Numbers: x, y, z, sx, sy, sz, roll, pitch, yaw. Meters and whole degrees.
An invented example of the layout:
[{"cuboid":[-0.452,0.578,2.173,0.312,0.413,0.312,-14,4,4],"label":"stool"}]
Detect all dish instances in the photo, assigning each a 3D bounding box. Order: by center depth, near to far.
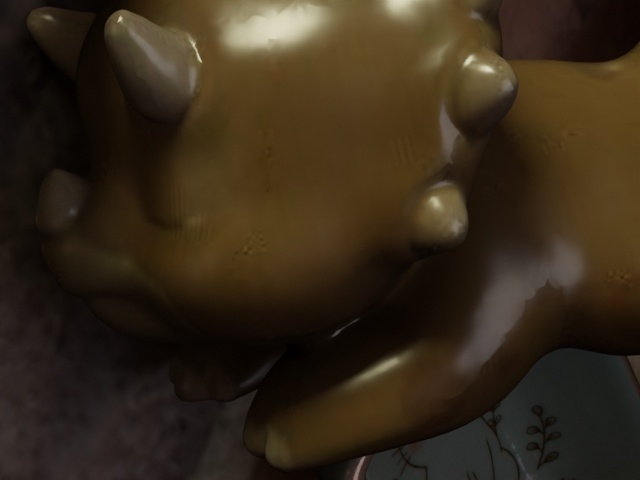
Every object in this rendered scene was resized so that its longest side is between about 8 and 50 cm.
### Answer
[{"cuboid":[0.073,0.116,0.721,0.154,0.064,0.234,-50,127,-31],"label":"dish"}]

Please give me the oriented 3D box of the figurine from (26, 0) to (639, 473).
[{"cuboid":[0.033,-0.041,0.567,0.247,0.177,0.173,-10,107,0],"label":"figurine"}]
